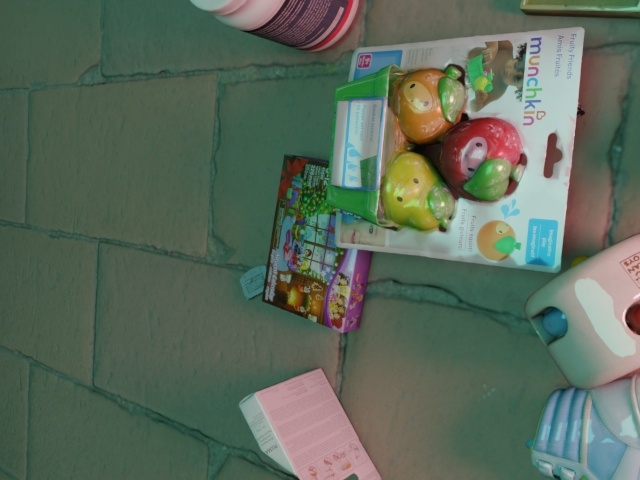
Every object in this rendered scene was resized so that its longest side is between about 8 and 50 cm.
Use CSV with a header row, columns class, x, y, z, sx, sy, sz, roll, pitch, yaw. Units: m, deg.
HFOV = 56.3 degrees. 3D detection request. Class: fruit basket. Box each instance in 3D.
class,x,y,z,sx,sy,sz,roll,pitch,yaw
fruit basket,0.176,-0.133,0.866,0.353,0.165,0.327,8,94,38

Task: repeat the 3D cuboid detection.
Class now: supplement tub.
class,x,y,z,sx,sy,sz,roll,pitch,yaw
supplement tub,-0.077,-0.439,1.011,0.191,0.272,0.191,2,94,37

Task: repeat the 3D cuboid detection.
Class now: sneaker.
class,x,y,z,sx,sy,sz,roll,pitch,yaw
sneaker,0.392,0.337,0.794,0.208,0.127,0.319,-16,80,40

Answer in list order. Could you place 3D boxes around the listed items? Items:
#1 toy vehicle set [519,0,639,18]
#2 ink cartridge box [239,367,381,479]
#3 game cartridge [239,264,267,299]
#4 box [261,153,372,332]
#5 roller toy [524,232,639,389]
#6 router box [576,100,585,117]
class,x,y,z,sx,sy,sz,roll,pitch,yaw
toy vehicle set,0.385,-0.443,0.807,0.166,0.035,0.267,19,104,35
ink cartridge box,-0.016,0.356,1.058,0.066,0.189,0.232,-38,71,33
game cartridge,-0.132,0.084,1.241,0.083,0.017,0.056,-28,79,35
box,0.000,0.000,1.109,0.201,0.057,0.293,16,102,35
roller toy,0.367,0.082,0.750,0.209,0.191,0.146,-40,68,32
router box,0.308,-0.197,0.877,0.122,0.038,0.092,-29,76,35
